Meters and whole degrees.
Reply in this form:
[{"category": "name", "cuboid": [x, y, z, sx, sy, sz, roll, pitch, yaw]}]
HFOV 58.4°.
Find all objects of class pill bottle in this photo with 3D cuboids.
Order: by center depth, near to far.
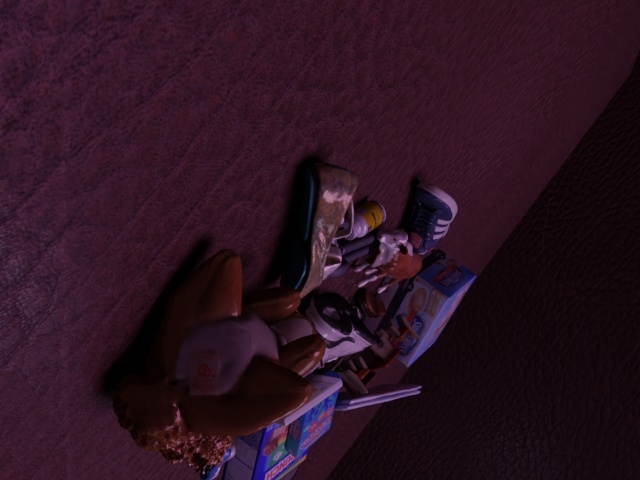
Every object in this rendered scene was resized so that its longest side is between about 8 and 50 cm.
[{"category": "pill bottle", "cuboid": [0.098, -0.046, 1.363, 0.116, 0.065, 0.065, -33, 151, -39]}]

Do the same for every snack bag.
[{"category": "snack bag", "cuboid": [0.102, 0.509, 1.870, 0.323, 0.037, 0.342, 0, 168, -38]}]

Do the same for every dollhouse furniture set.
[{"category": "dollhouse furniture set", "cuboid": [0.167, 0.382, 1.801, 0.262, 0.135, 0.259, -40, -179, -28]}]

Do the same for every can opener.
[{"category": "can opener", "cuboid": [0.053, 0.040, 1.385, 0.280, 0.093, 0.074, -25, 145, -57]}]

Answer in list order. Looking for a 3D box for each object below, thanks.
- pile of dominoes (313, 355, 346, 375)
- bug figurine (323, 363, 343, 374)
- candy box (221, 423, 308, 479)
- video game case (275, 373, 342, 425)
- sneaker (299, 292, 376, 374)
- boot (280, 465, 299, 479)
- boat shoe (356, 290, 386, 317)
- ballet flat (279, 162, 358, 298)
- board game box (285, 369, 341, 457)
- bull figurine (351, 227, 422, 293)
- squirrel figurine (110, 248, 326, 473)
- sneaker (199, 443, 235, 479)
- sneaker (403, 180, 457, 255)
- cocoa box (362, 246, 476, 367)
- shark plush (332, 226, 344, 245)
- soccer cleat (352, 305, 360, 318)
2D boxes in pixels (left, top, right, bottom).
[{"category": "pile of dominoes", "cuboid": [0.023, 0.381, 1.835, 0.251, 0.040, 0.196, -38, 177, -46]}, {"category": "bug figurine", "cuboid": [0.049, 0.506, 2.080, 0.216, 0.072, 0.279, -10, 134, -59]}, {"category": "candy box", "cuboid": [-0.136, 0.562, 1.675, 0.268, 0.122, 0.317, -21, 133, -50]}, {"category": "video game case", "cuboid": [-0.090, 0.406, 1.509, 0.227, 0.206, 0.026, -22, 106, -47]}, {"category": "sneaker", "cuboid": [-0.017, 0.283, 1.569, 0.257, 0.169, 0.447, -41, 158, 8]}, {"category": "boot", "cuboid": [-0.177, 0.821, 2.066, 0.338, 0.118, 0.222, -35, 147, -46]}, {"category": "boat shoe", "cuboid": [0.154, 0.218, 1.859, 0.073, 0.073, 0.207, -16, 156, 16]}, {"category": "ballet flat", "cuboid": [0.000, 0.000, 1.150, 0.123, 0.123, 0.348, -31, 146, -42]}, {"category": "board game box", "cuboid": [-0.020, 0.491, 1.626, 0.160, 0.047, 0.210, -27, 136, -47]}, {"category": "bull figurine", "cuboid": [0.193, 0.061, 1.598, 0.188, 0.101, 0.310, -30, 155, 16]}, {"category": "squirrel figurine", "cuboid": [-0.175, 0.243, 1.090, 0.397, 0.281, 0.370, -40, 169, 5]}, {"category": "sneaker", "cuboid": [-0.307, 0.611, 1.568, 0.152, 0.058, 0.084, -47, 147, 22]}, {"category": "sneaker", "cuboid": [0.306, -0.045, 1.684, 0.148, 0.131, 0.350, -50, 157, -10]}, {"category": "cocoa box", "cuboid": [0.338, 0.220, 2.008, 0.231, 0.228, 0.347, -25, 145, -49]}, {"category": "shark plush", "cuboid": [0.028, -0.036, 1.237, 0.073, 0.067, 0.161, -22, 143, -51]}, {"category": "soccer cleat", "cuboid": [0.057, 0.283, 1.781, 0.196, 0.068, 0.076, -48, 152, -29]}]
